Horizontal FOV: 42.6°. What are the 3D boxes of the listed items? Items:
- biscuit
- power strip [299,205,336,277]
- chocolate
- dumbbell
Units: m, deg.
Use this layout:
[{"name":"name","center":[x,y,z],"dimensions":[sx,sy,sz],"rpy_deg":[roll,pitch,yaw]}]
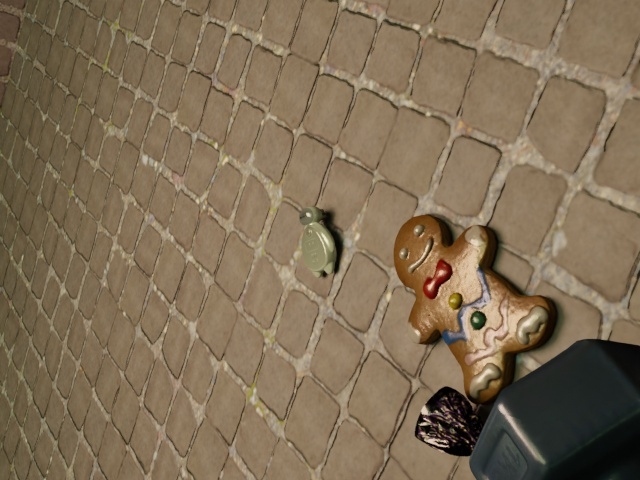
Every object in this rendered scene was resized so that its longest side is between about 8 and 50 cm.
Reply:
[{"name":"biscuit","center":[0.127,0.051,0.782],"dimensions":[0.138,0.031,0.205],"rpy_deg":[-59,42,26]},{"name":"power strip","center":[0.000,0.000,0.957],"dimensions":[0.055,0.035,0.083],"rpy_deg":[-22,80,48]},{"name":"chocolate","center":[0.152,0.188,0.702],"dimensions":[0.147,0.070,0.072],"rpy_deg":[35,139,26]},{"name":"dumbbell","center":[0.233,0.218,0.511],"dimensions":[0.160,0.144,0.325],"rpy_deg":[-33,50,1]}]
